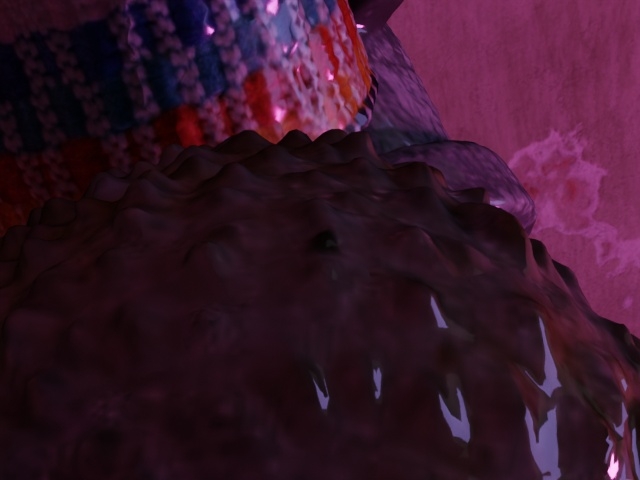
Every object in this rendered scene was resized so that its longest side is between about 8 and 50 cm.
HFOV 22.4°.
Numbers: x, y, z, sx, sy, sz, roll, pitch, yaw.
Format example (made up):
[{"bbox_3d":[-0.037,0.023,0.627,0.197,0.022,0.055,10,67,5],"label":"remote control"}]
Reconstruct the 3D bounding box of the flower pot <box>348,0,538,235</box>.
[{"bbox_3d":[0.000,0.000,1.016,0.283,0.299,0.299,62,-4,18],"label":"flower pot"}]

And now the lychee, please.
[{"bbox_3d":[-0.017,0.097,0.471,0.274,0.255,0.255,-121,-169,-49],"label":"lychee"}]

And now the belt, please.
[{"bbox_3d":[-0.094,-0.090,0.735,0.295,0.206,0.161,39,-29,65],"label":"belt"}]
